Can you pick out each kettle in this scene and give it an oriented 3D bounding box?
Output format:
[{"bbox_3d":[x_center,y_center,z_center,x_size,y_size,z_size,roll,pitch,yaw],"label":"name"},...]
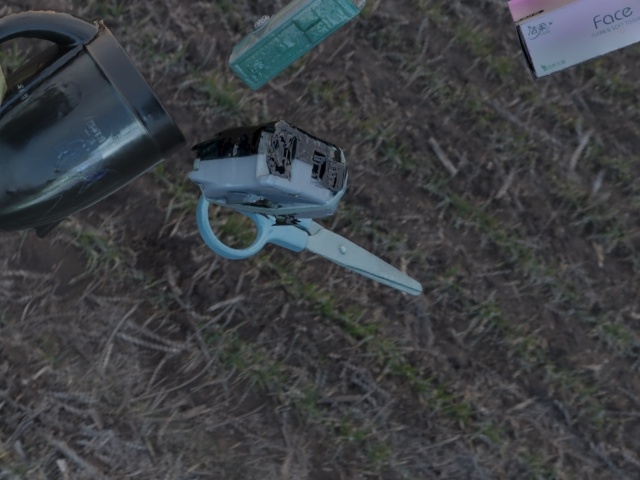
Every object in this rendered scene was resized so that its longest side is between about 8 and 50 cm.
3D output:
[{"bbox_3d":[-0.404,-0.165,1.380,0.324,0.228,0.321,-36,134,-4],"label":"kettle"}]

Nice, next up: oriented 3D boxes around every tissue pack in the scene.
[{"bbox_3d":[0.396,-0.328,1.373,0.148,0.246,0.092,-79,147,-64],"label":"tissue pack"}]

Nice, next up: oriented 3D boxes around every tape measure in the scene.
[{"bbox_3d":[-0.059,-0.079,1.212,0.181,0.182,0.107,18,75,-43],"label":"tape measure"}]

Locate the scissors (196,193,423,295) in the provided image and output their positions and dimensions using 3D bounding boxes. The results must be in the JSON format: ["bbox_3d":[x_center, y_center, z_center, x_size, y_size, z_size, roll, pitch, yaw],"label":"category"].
[{"bbox_3d":[0.000,0.000,1.582,0.447,0.029,0.192,27,63,-29],"label":"scissors"}]

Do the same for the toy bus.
[{"bbox_3d":[-0.038,-0.359,1.648,0.091,0.261,0.109,44,31,-22],"label":"toy bus"}]

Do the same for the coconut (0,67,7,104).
[{"bbox_3d":[-0.509,-0.211,1.120,0.244,0.239,0.239,-23,83,-19],"label":"coconut"}]
